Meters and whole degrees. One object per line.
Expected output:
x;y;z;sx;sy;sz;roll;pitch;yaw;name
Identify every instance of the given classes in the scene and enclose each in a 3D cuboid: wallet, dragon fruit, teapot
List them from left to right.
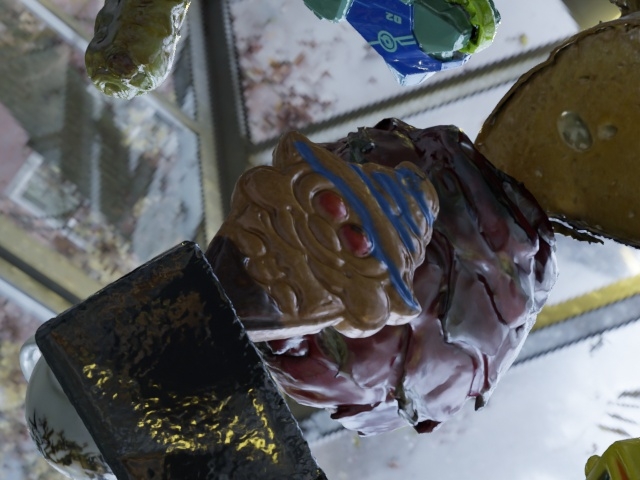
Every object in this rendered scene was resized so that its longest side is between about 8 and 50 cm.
-0.187;0.147;1.193;0.300;0.166;0.208;11;-126;42;teapot
-0.080;0.130;0.818;0.124;0.244;0.025;-33;-162;-17;wallet
0.072;0.033;1.219;0.329;0.329;0.329;-32;-144;28;dragon fruit

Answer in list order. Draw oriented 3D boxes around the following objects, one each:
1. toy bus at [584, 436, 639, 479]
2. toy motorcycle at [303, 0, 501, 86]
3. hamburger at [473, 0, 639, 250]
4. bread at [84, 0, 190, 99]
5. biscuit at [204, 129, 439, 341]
0.226;0.141;0.538;0.330;0.152;0.144;-16;-128;-1;toy bus
0.112;-0.331;1.693;0.191;0.200;0.326;-24;-121;-28;toy motorcycle
0.400;-0.126;1.292;0.445;0.268;0.287;23;-69;43;hamburger
-0.195;-0.271;1.377;0.087;0.098;0.269;107;-7;-58;bread
0.000;0.000;0.952;0.280;0.183;0.043;-29;163;-45;biscuit
